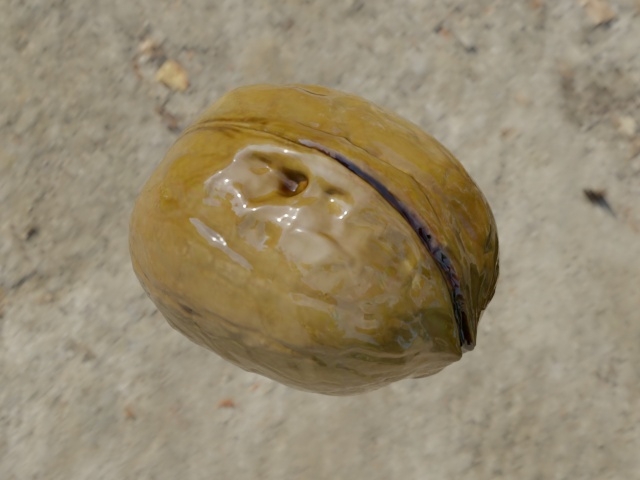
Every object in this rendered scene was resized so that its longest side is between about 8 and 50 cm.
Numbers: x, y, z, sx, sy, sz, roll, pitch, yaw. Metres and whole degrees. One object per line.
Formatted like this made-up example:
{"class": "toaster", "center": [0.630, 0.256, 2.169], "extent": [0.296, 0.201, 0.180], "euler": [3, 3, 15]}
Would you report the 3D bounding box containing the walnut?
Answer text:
{"class": "walnut", "center": [0.000, 0.000, 0.761], "extent": [0.180, 0.144, 0.144], "euler": [28, 48, 24]}
